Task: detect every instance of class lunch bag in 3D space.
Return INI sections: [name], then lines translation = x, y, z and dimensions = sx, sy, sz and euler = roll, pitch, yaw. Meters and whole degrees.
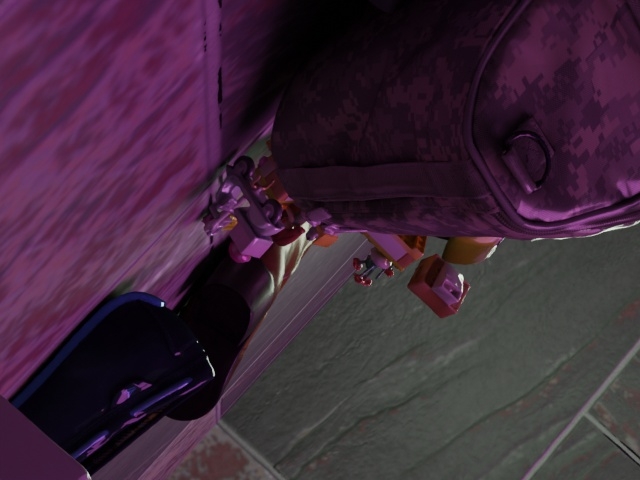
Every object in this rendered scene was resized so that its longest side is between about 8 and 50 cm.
[lunch bag]
translation = 0.123, -0.106, 0.972
dimensions = 0.256, 0.213, 0.305
euler = -36, -163, -22

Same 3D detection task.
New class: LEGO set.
[LEGO set]
translation = 0.000, 0.000, 1.201
dimensions = 0.107, 0.132, 0.287
euler = -38, 141, 26

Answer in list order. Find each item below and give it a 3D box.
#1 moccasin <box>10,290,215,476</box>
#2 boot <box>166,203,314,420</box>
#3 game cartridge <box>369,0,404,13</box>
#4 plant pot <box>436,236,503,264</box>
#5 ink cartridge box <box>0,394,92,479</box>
[moccasin]
translation = -0.224, 0.196, 1.106
dimensions = 0.342, 0.117, 0.138
euler = -49, 174, 6
[boot]
translation = -0.079, 0.044, 1.493
dimensions = 0.280, 0.096, 0.264
euler = -53, 171, -47
[game cartridge]
translation = 0.150, -0.314, 0.853
dimensions = 0.355, 0.068, 0.230
euler = -47, 178, -13
[plant pot]
translation = 0.136, -0.108, 1.343
dimensions = 0.228, 0.207, 0.227
euler = -49, 173, -5
[ink cartridge box]
translation = -0.297, 0.241, 0.889
dimensions = 0.273, 0.114, 0.197
euler = -42, 170, -43
